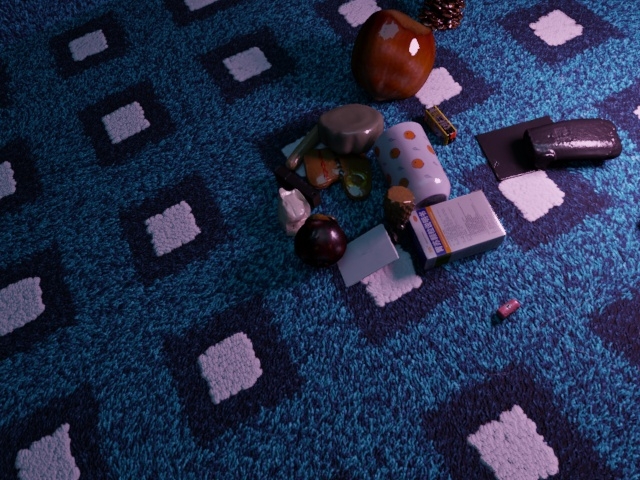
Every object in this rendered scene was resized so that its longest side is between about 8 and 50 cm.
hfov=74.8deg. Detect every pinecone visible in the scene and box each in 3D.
[{"bbox_3d":[0.582,-1.113,1.993,0.222,0.221,0.221,-3,64,6],"label":"pinecone"}]

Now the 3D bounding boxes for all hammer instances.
[{"bbox_3d":[0.637,0.232,1.421,0.083,0.043,0.043,-30,64,-9],"label":"hammer"}]

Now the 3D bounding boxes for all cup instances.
[{"bbox_3d":[0.352,-0.264,1.606,0.212,0.212,0.317,-17,64,-1],"label":"cup"}]

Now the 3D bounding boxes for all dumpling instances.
[{"bbox_3d":[-0.105,-0.118,1.651,0.136,0.118,0.199,-14,90,-16],"label":"dumpling"}]

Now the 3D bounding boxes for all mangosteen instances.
[{"bbox_3d":[0.000,0.000,1.530,0.210,0.210,0.209,-3,64,6],"label":"mangosteen"}]

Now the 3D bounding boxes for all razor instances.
[{"bbox_3d":[0.977,-0.385,1.630,0.327,0.107,0.189,-5,63,5],"label":"razor"}]

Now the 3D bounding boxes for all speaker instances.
[{"bbox_3d":[-0.093,-0.220,1.711,0.218,0.082,0.044,36,73,22],"label":"speaker"}]

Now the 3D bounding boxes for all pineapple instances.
[{"bbox_3d":[0.272,-0.077,1.505,0.125,0.251,0.125,-1,52,1],"label":"pineapple"}]

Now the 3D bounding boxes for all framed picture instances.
[{"bbox_3d":[0.836,-0.382,1.712,0.324,0.013,0.244,-15,64,-1],"label":"framed picture"}]

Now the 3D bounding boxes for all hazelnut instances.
[{"bbox_3d":[0.311,-0.797,1.815,0.366,0.365,0.365,-3,64,6],"label":"hazelnut"}]

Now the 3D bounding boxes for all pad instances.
[{"bbox_3d":[0.162,0.055,1.530,0.232,0.004,0.156,-32,61,22],"label":"pad"}]

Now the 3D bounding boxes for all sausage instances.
[{"bbox_3d":[-0.050,-0.421,1.816,0.066,0.065,0.301,32,70,20],"label":"sausage"}]

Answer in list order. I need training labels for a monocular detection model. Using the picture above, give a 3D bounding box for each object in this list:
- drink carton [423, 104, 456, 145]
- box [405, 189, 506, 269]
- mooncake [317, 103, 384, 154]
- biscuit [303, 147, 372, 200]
[{"bbox_3d":[0.508,-0.487,1.772,0.056,0.071,0.165,-28,65,-4],"label":"drink carton"},{"bbox_3d":[0.488,-0.039,1.537,0.300,0.106,0.200,-18,63,0],"label":"box"},{"bbox_3d":[0.126,-0.458,1.737,0.275,0.135,0.274,-1,42,1],"label":"mooncake"},{"bbox_3d":[0.071,-0.279,1.719,0.277,0.052,0.262,-4,63,-2],"label":"biscuit"}]
